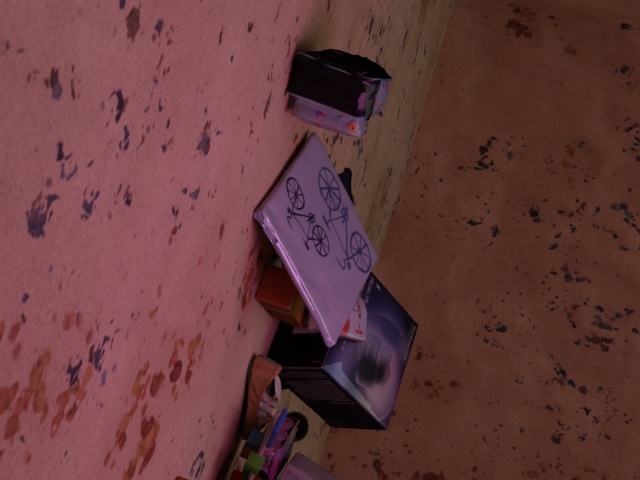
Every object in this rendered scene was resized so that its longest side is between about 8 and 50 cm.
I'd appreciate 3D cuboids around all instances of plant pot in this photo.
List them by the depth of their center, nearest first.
[{"bbox_3d":[-0.074,0.509,2.546,0.079,0.083,0.083,120,-13,-80],"label":"plant pot"}]

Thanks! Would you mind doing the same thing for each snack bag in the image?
[{"bbox_3d":[0.000,0.000,1.796,0.323,0.037,0.342,63,30,-23],"label":"snack bag"}]

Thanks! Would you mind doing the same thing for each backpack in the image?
[{"bbox_3d":[0.040,-0.268,1.662,0.188,0.166,0.144,-47,152,-64],"label":"backpack"}]

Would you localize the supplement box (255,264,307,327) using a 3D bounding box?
[{"bbox_3d":[-0.072,0.118,1.909,0.233,0.080,0.078,66,41,-73],"label":"supplement box"}]

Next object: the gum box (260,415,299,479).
[{"bbox_3d":[-0.116,0.527,2.342,0.188,0.062,0.107,-45,149,-71],"label":"gum box"}]

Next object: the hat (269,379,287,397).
[{"bbox_3d":[-0.014,0.316,2.229,0.208,0.183,0.173,-45,149,-72],"label":"hat"}]

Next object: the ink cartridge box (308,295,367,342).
[{"bbox_3d":[0.044,0.120,2.005,0.145,0.045,0.179,21,68,-41],"label":"ink cartridge box"}]

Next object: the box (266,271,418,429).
[{"bbox_3d":[0.059,0.244,2.172,0.294,0.183,0.296,48,50,-39],"label":"box"}]

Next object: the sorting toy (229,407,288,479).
[{"bbox_3d":[-0.150,0.460,1.937,0.196,0.047,0.348,-63,179,-36],"label":"sorting toy"}]

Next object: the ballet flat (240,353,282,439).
[{"bbox_3d":[-0.125,0.347,1.973,0.080,0.073,0.232,-61,164,-54],"label":"ballet flat"}]

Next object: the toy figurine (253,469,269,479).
[{"bbox_3d":[-0.104,0.630,2.132,0.148,0.209,0.213,-57,164,-25],"label":"toy figurine"}]

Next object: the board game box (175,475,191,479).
[{"bbox_3d":[-0.151,0.474,1.500,0.165,0.243,0.042,-47,151,-70],"label":"board game box"}]

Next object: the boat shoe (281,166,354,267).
[{"bbox_3d":[-0.005,-0.055,1.967,0.340,0.127,0.158,-55,144,-68],"label":"boat shoe"}]

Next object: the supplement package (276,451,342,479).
[{"bbox_3d":[-0.073,0.710,2.321,0.293,0.177,0.175,-59,172,1],"label":"supplement package"}]
